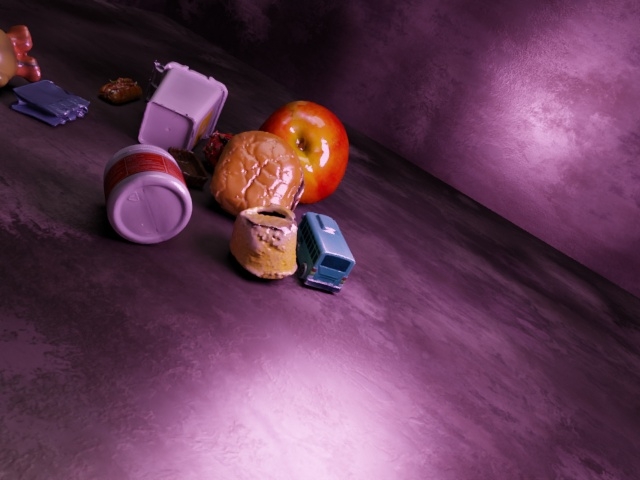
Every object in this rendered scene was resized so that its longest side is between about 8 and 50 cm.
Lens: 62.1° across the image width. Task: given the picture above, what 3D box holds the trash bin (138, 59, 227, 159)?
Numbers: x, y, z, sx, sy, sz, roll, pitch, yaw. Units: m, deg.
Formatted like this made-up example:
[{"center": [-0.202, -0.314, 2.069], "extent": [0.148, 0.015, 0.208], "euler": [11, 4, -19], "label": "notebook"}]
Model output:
[{"center": [-0.537, -0.479, 1.962], "extent": [0.296, 0.255, 0.367], "euler": [24, 32, -12], "label": "trash bin"}]

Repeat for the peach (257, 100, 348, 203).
[{"center": [-0.071, -0.321, 1.971], "extent": [0.388, 0.388, 0.388], "euler": [23, 24, -11], "label": "peach"}]

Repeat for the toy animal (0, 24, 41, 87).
[{"center": [-1.073, -0.575, 1.641], "extent": [0.191, 0.216, 0.338], "euler": [-1, 14, 32], "label": "toy animal"}]

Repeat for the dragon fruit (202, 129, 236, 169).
[{"center": [-0.342, -0.328, 1.946], "extent": [0.167, 0.160, 0.172], "euler": [-22, 32, -4], "label": "dragon fruit"}]

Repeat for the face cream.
[{"center": [-0.442, -0.118, 1.354], "extent": [0.201, 0.201, 0.187], "euler": [11, 28, -32], "label": "face cream"}]

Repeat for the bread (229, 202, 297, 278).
[{"center": [-0.149, 0.004, 1.461], "extent": [0.197, 0.170, 0.197], "euler": [11, 28, -6], "label": "bread"}]

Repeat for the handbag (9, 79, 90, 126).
[{"center": [-0.876, -0.445, 1.740], "extent": [0.179, 0.062, 0.229], "euler": [26, 23, -10], "label": "handbag"}]

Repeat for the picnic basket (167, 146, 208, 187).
[{"center": [-0.449, -0.243, 1.779], "extent": [0.110, 0.054, 0.193], "euler": [10, 29, -36], "label": "picnic basket"}]

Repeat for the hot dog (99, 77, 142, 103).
[{"center": [-0.792, -0.605, 2.128], "extent": [0.104, 0.076, 0.250], "euler": [27, 26, 0], "label": "hot dog"}]

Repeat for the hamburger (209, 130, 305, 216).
[{"center": [-0.190, -0.198, 1.691], "extent": [0.319, 0.318, 0.158], "euler": [25, -17, -5], "label": "hamburger"}]

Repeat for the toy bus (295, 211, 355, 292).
[{"center": [0.003, 0.026, 1.601], "extent": [0.128, 0.147, 0.256], "euler": [18, 26, -24], "label": "toy bus"}]
